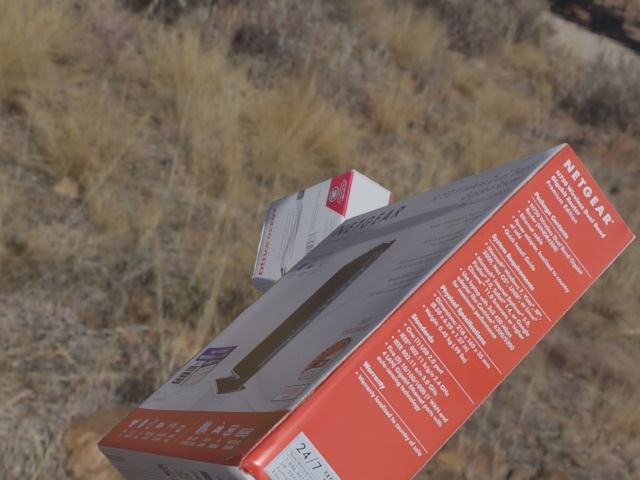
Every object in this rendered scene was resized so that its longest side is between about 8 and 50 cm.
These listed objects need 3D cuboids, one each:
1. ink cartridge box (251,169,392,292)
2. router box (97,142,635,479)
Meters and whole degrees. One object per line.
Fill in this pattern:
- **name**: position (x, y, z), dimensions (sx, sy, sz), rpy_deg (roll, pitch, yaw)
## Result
- **ink cartridge box**: position (0.000, 0.000, 1.235), dimensions (0.063, 0.109, 0.150), rpy_deg (26, -28, -31)
- **router box**: position (0.013, 0.081, 0.814), dimensions (0.301, 0.335, 0.082), rpy_deg (-42, 100, -24)
